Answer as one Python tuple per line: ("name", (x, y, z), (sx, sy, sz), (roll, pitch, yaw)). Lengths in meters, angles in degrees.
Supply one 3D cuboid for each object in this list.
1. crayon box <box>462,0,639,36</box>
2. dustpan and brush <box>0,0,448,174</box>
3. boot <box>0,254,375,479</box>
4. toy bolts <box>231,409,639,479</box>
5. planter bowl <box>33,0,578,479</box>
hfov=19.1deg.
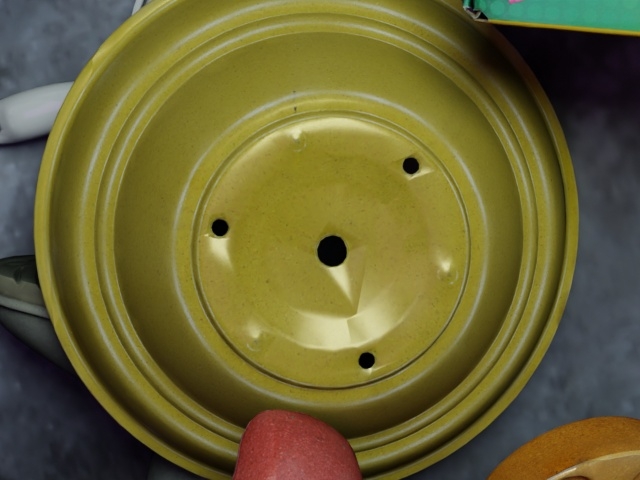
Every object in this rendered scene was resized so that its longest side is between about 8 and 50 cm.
("crayon box", (0.198, -0.106, 0.681), (0.278, 0.165, 0.081), (6, 97, 9))
("dustpan and brush", (-0.052, -0.073, 0.788), (0.211, 0.060, 0.147), (-16, 98, 4))
("boot", (-0.073, 0.123, 0.805), (0.189, 0.076, 0.208), (17, 105, 7))
("toy bolts", (0.049, 0.165, 0.678), (0.218, 0.158, 0.228), (-40, 132, 16))
("planter bowl", (0.000, 0.000, 0.711), (0.217, 0.090, 0.217), (-1, 97, -5))
